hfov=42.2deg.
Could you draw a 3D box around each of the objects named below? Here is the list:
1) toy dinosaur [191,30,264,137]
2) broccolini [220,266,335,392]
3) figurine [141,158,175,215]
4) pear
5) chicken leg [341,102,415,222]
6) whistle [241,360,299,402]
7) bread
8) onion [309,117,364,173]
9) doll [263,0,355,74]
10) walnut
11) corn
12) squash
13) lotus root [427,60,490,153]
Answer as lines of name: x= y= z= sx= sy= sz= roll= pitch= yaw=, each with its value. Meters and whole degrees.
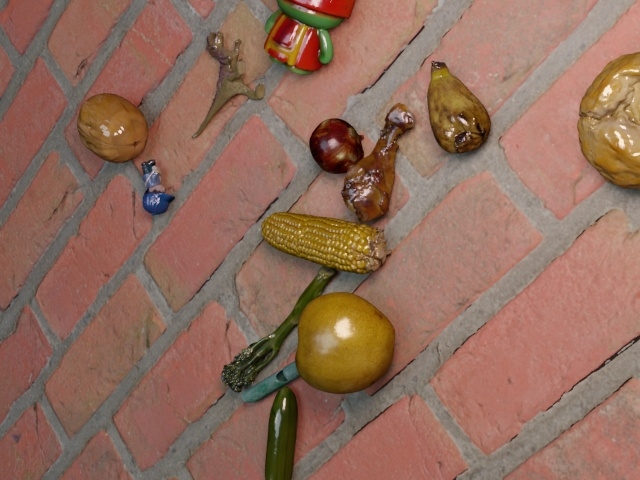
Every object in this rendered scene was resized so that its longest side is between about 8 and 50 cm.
toy dinosaur: x=-0.220 y=-0.358 z=1.933 sx=0.199 sy=0.072 sz=0.252 roll=15 pitch=112 yaw=44
broccolini: x=-0.105 y=0.193 z=1.841 sx=0.079 sy=0.074 sz=0.392 roll=45 pitch=116 yaw=18
figurine: x=-0.419 y=-0.130 z=2.060 sx=0.136 sy=0.079 sz=0.077 roll=60 pitch=162 yaw=13
pear: x=0.050 y=0.206 z=1.662 sx=0.208 sy=0.208 sz=0.209 roll=1 pitch=91 yaw=35
chicken leg: x=0.121 y=-0.156 z=1.678 sx=0.107 sy=0.087 sz=0.252 roll=24 pitch=100 yaw=-4
whistle: x=-0.104 y=0.319 z=1.867 sx=0.186 sy=0.039 sz=0.039 roll=-35 pitch=72 yaw=31
bread: x=0.530 y=-0.197 z=1.352 sx=0.244 sy=0.134 sz=0.245 roll=-2 pitch=87 yaw=34
onion: x=0.031 y=-0.197 z=1.722 sx=0.118 sy=0.118 sz=0.117 roll=-40 pitch=65 yaw=29
doll: x=-0.007 y=-0.526 z=1.707 sx=0.182 sy=0.160 sz=0.363 roll=37 pitch=111 yaw=30
walnut: x=-0.519 y=-0.280 z=2.077 sx=0.197 sy=0.165 sz=0.165 roll=25 pitch=105 yaw=32
corn: x=0.000 y=0.000 z=1.747 sx=0.305 sy=0.106 sz=0.106 roll=13 pitch=98 yaw=35
squash: x=-0.088 y=0.453 z=1.841 sx=0.069 sy=0.069 sz=0.258 roll=8 pitch=95 yaw=35
lotus root: x=0.253 y=-0.253 z=1.577 sx=0.108 sy=0.094 sz=0.191 roll=-22 pitch=68 yaw=10
